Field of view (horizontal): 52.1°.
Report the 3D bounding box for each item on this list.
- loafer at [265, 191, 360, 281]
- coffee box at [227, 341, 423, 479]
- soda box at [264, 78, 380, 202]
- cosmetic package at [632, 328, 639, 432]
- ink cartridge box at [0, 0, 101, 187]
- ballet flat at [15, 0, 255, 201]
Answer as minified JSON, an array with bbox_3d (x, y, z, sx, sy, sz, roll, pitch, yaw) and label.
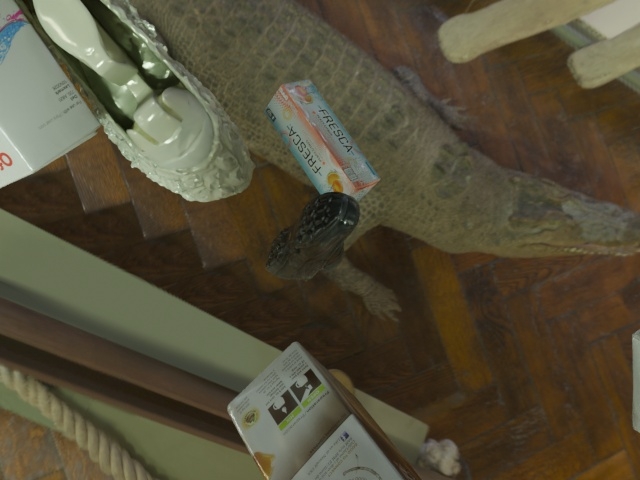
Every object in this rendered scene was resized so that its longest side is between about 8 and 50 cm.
[{"bbox_3d":[0.000,0.000,0.852,0.078,0.223,0.076,21,63,-18],"label":"loafer"},{"bbox_3d":[0.032,0.220,0.570,0.098,0.246,0.141,-43,128,-3],"label":"coffee box"},{"bbox_3d":[0.001,-0.133,0.908,0.058,0.063,0.183,-22,74,-42],"label":"soda box"},{"bbox_3d":[0.276,0.097,0.289,0.127,0.238,0.107,-33,128,-12],"label":"cosmetic package"},{"bbox_3d":[-0.419,-0.194,0.744,0.278,0.201,0.117,59,41,-22],"label":"ink cartridge box"},{"bbox_3d":[-0.239,-0.191,0.800,0.147,0.147,0.409,-48,111,-18],"label":"ballet flat"}]
